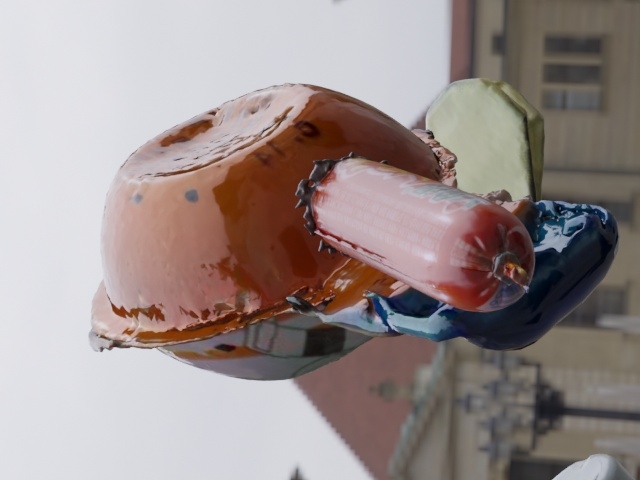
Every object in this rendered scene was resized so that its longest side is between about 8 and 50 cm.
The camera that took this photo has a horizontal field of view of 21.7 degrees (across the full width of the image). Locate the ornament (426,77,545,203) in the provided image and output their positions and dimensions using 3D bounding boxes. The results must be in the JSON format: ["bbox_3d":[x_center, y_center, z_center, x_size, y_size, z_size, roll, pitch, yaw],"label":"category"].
[{"bbox_3d":[0.140,-0.037,1.564,0.201,0.180,0.059,-47,-12,20],"label":"ornament"}]

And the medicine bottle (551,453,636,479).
[{"bbox_3d":[0.337,0.354,1.531,0.352,0.110,0.110,47,-155,-9],"label":"medicine bottle"}]

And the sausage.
[{"bbox_3d":[0.039,-0.003,0.624,0.050,0.048,0.145,54,169,-22],"label":"sausage"}]

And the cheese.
[{"bbox_3d":[0.000,0.000,0.829,0.217,0.329,0.129,-37,-65,-28],"label":"cheese"}]
